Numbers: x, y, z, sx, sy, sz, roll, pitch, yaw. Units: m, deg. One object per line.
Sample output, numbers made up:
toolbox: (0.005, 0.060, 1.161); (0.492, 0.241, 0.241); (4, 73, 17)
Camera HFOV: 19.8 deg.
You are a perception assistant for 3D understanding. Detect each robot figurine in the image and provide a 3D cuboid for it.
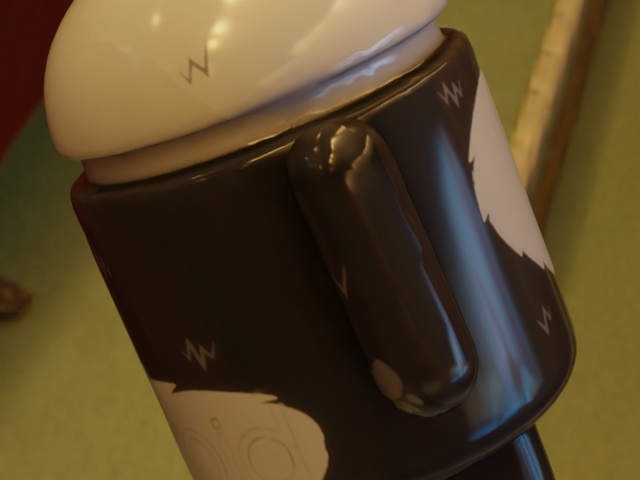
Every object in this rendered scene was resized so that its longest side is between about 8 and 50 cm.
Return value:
robot figurine: (0.002, -0.001, 0.736); (0.209, 0.278, 0.173); (-9, 19, 42)
